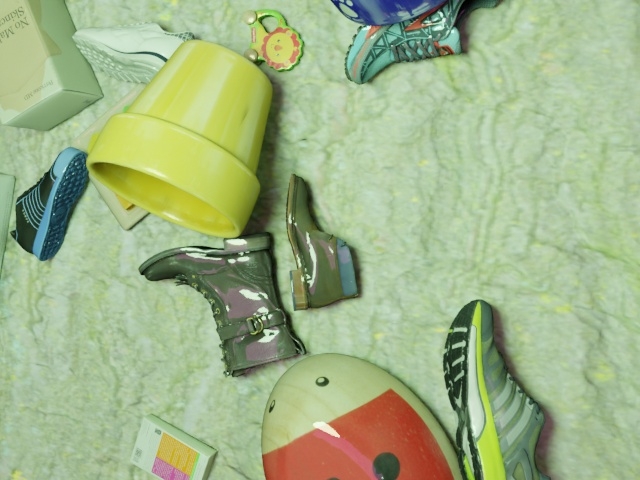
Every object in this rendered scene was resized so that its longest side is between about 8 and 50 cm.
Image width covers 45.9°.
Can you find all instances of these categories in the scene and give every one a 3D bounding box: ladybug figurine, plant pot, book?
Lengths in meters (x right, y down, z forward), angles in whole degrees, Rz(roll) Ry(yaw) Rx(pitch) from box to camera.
[{"bbox_3d":[0.063,0.390,1.151,0.305,0.162,0.449,-34,82,18],"label":"ladybug figurine"},{"bbox_3d":[-0.191,-0.162,1.162,0.254,0.254,0.238,18,74,17],"label":"plant pot"},{"bbox_3d":[-0.262,0.382,1.332,0.144,0.035,0.096,25,104,16],"label":"book"}]

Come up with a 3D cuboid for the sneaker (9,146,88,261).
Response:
[{"bbox_3d":[-0.491,-0.076,1.345,0.091,0.081,0.232,33,112,12],"label":"sneaker"}]

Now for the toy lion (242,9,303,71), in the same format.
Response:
[{"bbox_3d":[-0.075,-0.324,1.225,0.096,0.034,0.100,-2,93,12],"label":"toy lion"}]

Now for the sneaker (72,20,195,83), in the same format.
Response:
[{"bbox_3d":[-0.319,-0.329,1.288,0.235,0.090,0.094,19,71,24],"label":"sneaker"}]

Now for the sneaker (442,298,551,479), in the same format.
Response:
[{"bbox_3d":[0.259,0.235,1.115,0.122,0.111,0.299,-4,83,-12],"label":"sneaker"}]

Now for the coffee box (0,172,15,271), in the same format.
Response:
[{"bbox_3d":[-0.813,0.014,1.338,0.339,0.334,0.337,13,98,18],"label":"coffee box"}]

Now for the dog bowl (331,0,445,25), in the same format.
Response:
[{"bbox_3d":[0.105,-0.434,1.050,0.265,0.104,0.264,-17,54,26],"label":"dog bowl"}]

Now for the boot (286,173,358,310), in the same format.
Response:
[{"bbox_3d":[0.000,0.000,1.209,0.106,0.082,0.219,-4,88,-3],"label":"boot"}]

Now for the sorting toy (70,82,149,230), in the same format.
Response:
[{"bbox_3d":[-0.326,-0.149,1.316,0.208,0.038,0.193,-37,82,18],"label":"sorting toy"}]

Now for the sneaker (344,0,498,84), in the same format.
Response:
[{"bbox_3d":[0.150,-0.310,1.108,0.262,0.104,0.125,-41,82,17],"label":"sneaker"}]

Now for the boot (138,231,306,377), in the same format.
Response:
[{"bbox_3d":[-0.168,0.115,1.251,0.263,0.091,0.228,-11,89,17],"label":"boot"}]

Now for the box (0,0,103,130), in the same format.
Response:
[{"bbox_3d":[-0.523,-0.364,1.327,0.148,0.121,0.311,-26,85,18],"label":"box"}]
